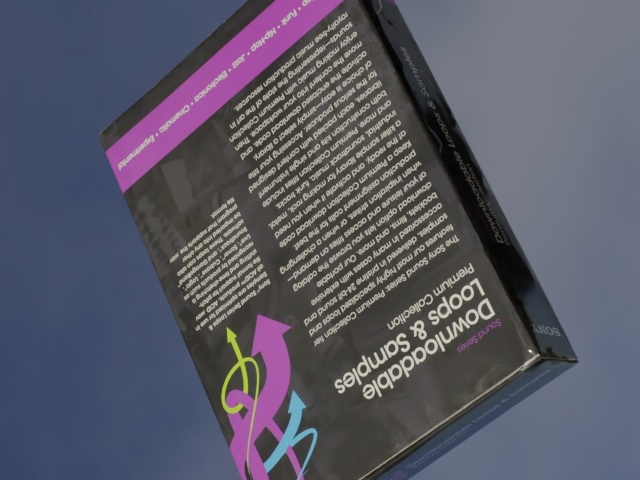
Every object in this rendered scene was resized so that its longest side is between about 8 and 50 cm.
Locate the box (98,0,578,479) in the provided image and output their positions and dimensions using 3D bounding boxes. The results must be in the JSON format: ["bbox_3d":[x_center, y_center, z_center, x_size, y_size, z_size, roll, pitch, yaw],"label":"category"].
[{"bbox_3d":[0.000,0.000,0.629,0.116,0.162,0.029,-38,-29,28],"label":"box"}]
